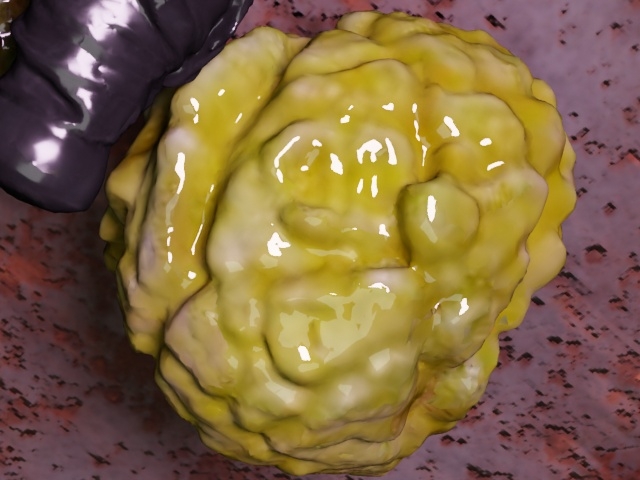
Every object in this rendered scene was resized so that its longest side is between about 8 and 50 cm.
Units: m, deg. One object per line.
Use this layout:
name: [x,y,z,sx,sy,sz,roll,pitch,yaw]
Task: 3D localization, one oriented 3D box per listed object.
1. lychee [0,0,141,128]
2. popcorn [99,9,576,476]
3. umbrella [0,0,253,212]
lychee: [-0.148,-0.098,0.721,0.171,0.171,0.171,0,118,0]
popcorn: [0.000,0.000,0.750,0.212,0.259,0.259,39,112,-7]
umbrella: [-0.047,-0.178,0.644,0.113,0.106,0.358,30,85,-33]
